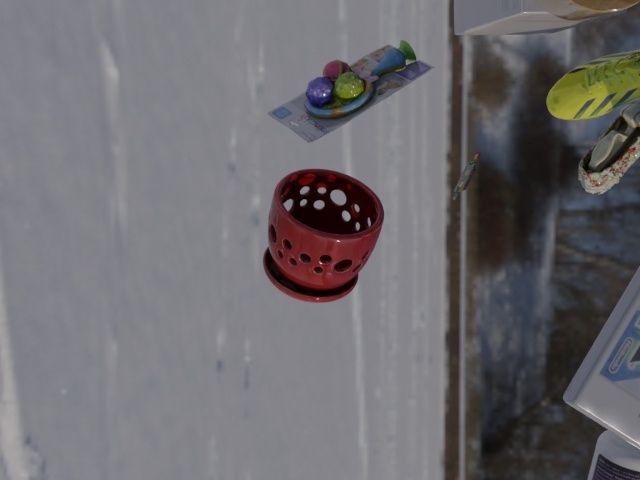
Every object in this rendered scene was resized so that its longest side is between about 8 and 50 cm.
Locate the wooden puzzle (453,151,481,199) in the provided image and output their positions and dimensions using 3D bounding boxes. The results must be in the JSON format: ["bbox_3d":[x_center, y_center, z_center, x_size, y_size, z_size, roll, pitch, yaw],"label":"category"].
[{"bbox_3d":[0.227,-0.100,1.999,0.083,0.006,0.049,-65,162,17],"label":"wooden puzzle"}]

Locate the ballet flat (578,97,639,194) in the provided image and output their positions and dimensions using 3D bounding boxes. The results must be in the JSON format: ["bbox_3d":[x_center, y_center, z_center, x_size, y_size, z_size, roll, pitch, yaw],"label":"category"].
[{"bbox_3d":[0.540,-0.187,2.273,0.241,0.091,0.077,-55,144,-1],"label":"ballet flat"}]

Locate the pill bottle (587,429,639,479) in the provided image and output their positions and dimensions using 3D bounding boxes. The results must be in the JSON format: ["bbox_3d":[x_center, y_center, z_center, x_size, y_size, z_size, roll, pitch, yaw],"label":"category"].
[{"bbox_3d":[0.432,0.329,1.805,0.108,0.108,0.193,-78,178,-73],"label":"pill bottle"}]

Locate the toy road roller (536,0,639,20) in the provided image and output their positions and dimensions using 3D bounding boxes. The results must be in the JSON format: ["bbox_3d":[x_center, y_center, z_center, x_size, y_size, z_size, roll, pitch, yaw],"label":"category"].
[{"bbox_3d":[0.388,-0.283,1.254,0.240,0.329,0.202,55,4,-5],"label":"toy road roller"}]

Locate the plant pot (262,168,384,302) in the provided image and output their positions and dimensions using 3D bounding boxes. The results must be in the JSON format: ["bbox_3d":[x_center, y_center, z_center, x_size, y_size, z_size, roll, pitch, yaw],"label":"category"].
[{"bbox_3d":[0.000,0.000,2.191,0.191,0.191,0.174,-85,-174,-53],"label":"plant pot"}]

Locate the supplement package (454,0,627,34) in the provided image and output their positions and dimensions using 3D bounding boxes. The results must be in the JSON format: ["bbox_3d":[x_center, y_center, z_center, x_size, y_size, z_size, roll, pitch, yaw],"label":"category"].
[{"bbox_3d":[0.339,-0.427,2.045,0.293,0.177,0.175,-172,-101,-75],"label":"supplement package"}]

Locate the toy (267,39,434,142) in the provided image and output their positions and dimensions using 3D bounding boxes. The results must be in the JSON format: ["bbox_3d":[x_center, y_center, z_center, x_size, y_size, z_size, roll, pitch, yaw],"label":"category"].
[{"bbox_3d":[0.042,-0.248,1.996,0.137,0.237,0.056,38,-28,51],"label":"toy"}]

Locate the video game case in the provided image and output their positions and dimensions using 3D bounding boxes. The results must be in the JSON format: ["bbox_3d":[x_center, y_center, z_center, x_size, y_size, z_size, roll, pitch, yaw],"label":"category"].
[{"bbox_3d":[0.473,0.114,1.452,0.329,0.300,0.036,-59,-165,-4],"label":"video game case"}]

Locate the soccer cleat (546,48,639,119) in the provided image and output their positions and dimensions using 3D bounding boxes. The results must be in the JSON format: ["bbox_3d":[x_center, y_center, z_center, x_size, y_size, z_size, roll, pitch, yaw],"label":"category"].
[{"bbox_3d":[0.488,-0.264,2.023,0.121,0.289,0.093,10,67,-67],"label":"soccer cleat"}]
